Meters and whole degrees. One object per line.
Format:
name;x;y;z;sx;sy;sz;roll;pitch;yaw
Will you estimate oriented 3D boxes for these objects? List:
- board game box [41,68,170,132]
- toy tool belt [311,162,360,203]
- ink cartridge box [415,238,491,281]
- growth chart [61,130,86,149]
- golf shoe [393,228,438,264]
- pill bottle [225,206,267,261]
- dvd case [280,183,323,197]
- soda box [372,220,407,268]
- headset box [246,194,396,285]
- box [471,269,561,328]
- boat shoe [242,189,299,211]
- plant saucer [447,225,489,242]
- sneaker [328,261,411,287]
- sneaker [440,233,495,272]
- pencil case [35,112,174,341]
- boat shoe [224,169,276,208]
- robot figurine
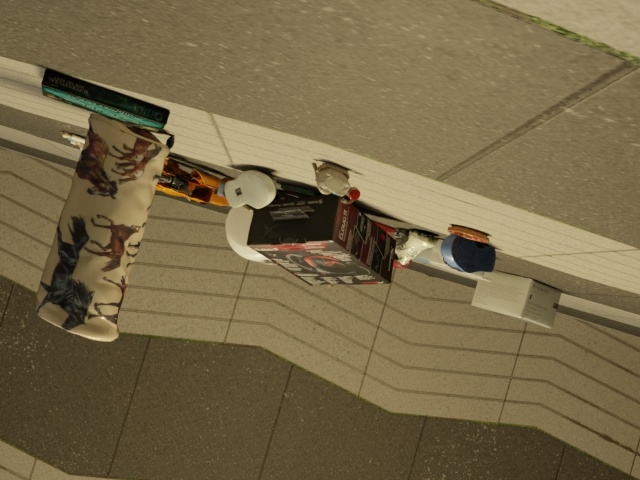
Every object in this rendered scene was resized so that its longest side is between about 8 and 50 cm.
board game box;-0.330;-0.210;1.290;0.186;0.026;0.126;17;177;-17
toy tool belt;0.024;-0.097;1.339;0.083;0.052;0.051;23;-155;-38
ink cartridge box;0.333;0.045;2.062;0.181;0.061;0.104;19;176;-37
growth chart;-0.584;-0.241;2.206;0.172;0.021;0.237;18;176;-5
golf shoe;0.221;0.020;1.997;0.069;0.086;0.176;19;175;-16
pill bottle;-0.158;-0.028;2.298;0.176;0.176;0.318;16;177;9
dvd case;-0.023;-0.097;1.842;0.087;0.013;0.119;15;176;29
soda box;0.101;-0.007;2.082;0.263;0.092;0.083;18;175;-31
headset box;0.000;0.000;1.813;0.218;0.110;0.293;-3;157;32
box;0.580;0.170;2.496;0.181;0.119;0.182;19;175;-43
boat shoe;-0.098;-0.076;1.988;0.228;0.081;0.069;18;-178;22
plant saucer;0.291;-0.014;1.656;0.083;0.013;0.083;17;176;1
sneaker;0.082;0.052;2.257;0.321;0.180;0.124;21;173;-15
sneaker;0.294;0.030;1.802;0.090;0.081;0.232;6;173;33
pencil case;-0.396;-0.018;1.546;0.160;0.410;0.183;18;-176;11
boat shoe;-0.129;-0.110;1.719;0.070;0.077;0.219;-20;-170;-24
robot figurine;-0.345;-0.149;1.966;0.211;0.085;0.291;14;177;41
